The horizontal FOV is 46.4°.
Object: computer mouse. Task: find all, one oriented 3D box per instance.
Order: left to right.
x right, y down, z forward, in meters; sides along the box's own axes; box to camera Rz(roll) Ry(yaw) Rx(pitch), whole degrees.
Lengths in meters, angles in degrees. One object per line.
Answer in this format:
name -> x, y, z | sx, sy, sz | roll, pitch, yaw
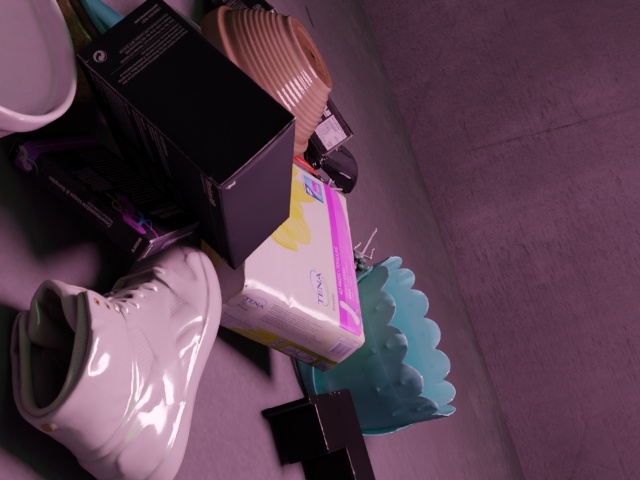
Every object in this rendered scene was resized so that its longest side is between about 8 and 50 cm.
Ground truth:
computer mouse -> 0.037, -0.169, 1.705 | 0.262, 0.060, 0.184 | 47, 26, -49

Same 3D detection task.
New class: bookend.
bookend -> 0.004, 0.293, 1.026 | 0.156, 0.072, 0.157 | 16, 55, -68

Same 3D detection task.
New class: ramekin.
ramekin -> -0.304, -0.167, 0.590 | 0.207, 0.109, 0.207 | 56, 21, -34

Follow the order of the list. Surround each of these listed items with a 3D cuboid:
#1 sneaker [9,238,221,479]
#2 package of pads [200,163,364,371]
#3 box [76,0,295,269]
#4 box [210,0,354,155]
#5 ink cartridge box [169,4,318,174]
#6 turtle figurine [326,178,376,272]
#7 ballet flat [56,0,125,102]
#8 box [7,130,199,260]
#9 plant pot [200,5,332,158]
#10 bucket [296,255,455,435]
sneaker -> -0.181, 0.066, 0.684 | 0.292, 0.108, 0.169 | -92, 157, -45
package of pads -> -0.058, 0.009, 1.042 | 0.229, 0.101, 0.296 | 30, 38, -35
box -> -0.125, -0.095, 0.773 | 0.184, 0.103, 0.261 | 45, -15, 10
box -> -0.078, -0.332, 1.402 | 0.307, 0.077, 0.242 | 52, 3, -41
ink cartridge box -> -0.112, -0.227, 1.171 | 0.239, 0.060, 0.275 | 45, 9, 21
turtle figurine -> 0.000, 0.000, 1.294 | 0.175, 0.118, 0.234 | 51, 34, 3
ballet flat -> -0.224, -0.196, 0.863 | 0.348, 0.123, 0.123 | -14, 82, -76
box -> -0.210, -0.048, 0.741 | 0.162, 0.029, 0.116 | 37, 17, 5
plant pot -> -0.059, -0.241, 1.063 | 0.237, 0.110, 0.237 | 53, 19, -28
bucket -> 0.087, 0.182, 1.223 | 0.281, 0.183, 0.281 | 56, 21, -34
